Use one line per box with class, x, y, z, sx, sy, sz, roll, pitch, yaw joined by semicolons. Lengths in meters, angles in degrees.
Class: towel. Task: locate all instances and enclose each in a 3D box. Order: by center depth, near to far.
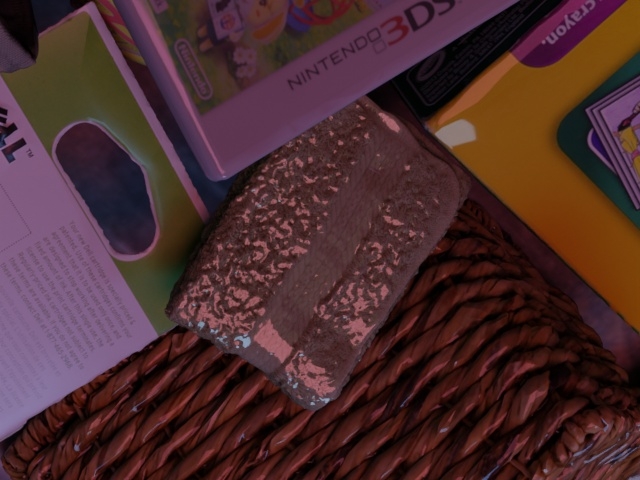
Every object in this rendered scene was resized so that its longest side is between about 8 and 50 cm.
towel;0.000;0.000;0.849;0.110;0.027;0.148;35;86;-19

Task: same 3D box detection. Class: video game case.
video game case;-0.016;-0.164;0.756;0.193;0.023;0.212;-33;106;-19

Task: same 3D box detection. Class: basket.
basket;0.017;0.119;0.987;0.299;0.223;0.213;-44;158;11

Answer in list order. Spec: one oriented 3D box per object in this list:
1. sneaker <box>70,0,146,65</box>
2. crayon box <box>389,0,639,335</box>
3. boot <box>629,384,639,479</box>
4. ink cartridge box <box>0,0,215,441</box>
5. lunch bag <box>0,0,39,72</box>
sneaker;-0.096;-0.128;0.797;0.208;0.081;0.094;39;144;-18
crayon box;0.262;-0.116;0.915;0.363;0.106;0.313;-42;127;10
boot;0.271;0.174;1.113;0.207;0.090;0.248;-31;123;4
ink cartridge box;-0.193;0.005;0.838;0.255;0.097;0.189;-31;126;-7
lunch bag;-0.258;-0.162;0.650;0.235;0.169;0.287;-15;121;1
